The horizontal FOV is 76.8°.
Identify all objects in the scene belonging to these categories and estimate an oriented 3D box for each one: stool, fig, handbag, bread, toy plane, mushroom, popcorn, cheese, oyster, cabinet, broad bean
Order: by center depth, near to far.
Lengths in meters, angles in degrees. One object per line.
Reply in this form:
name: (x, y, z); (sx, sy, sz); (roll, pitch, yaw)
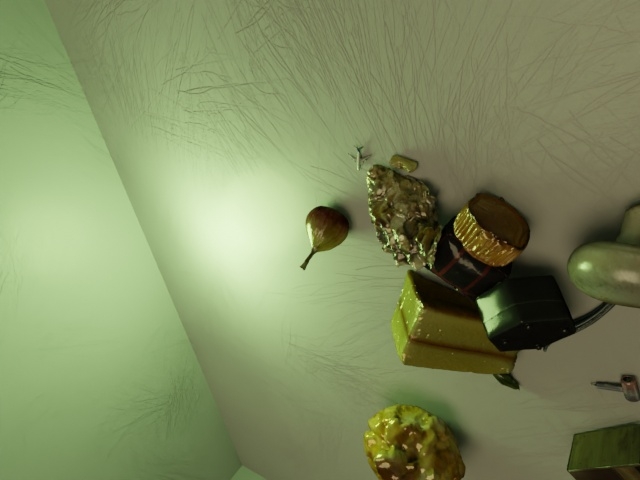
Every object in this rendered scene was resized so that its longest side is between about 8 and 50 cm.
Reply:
mushroom: (0.696, 0.037, 0.904); (0.243, 0.243, 0.244); (20, 127, 28)
bread: (0.440, -0.025, 1.049); (0.199, 0.199, 0.104); (39, 134, 12)
stool: (0.548, 0.203, 1.087); (0.232, 0.141, 0.232); (-2, 144, -2)
handbag: (0.410, 0.058, 1.153); (0.215, 0.155, 0.169); (37, 137, 5)
cabinet: (0.885, 0.662, 1.171); (0.175, 0.148, 0.215); (46, 139, 5)
cheese: (0.242, -0.222, 1.188); (0.083, 0.044, 0.030); (24, 145, 22)
oyster: (0.230, -0.072, 1.199); (0.238, 0.114, 0.352); (-37, 68, 45)
toy plane: (0.121, -0.259, 1.273); (0.077, 0.024, 0.085); (12, 130, 27)
bread: (0.443, 0.282, 1.321); (0.361, 0.245, 0.233); (12, 114, -3)
broad bean: (0.575, 0.420, 1.332); (0.195, 0.046, 0.061); (55, 138, -1)
fig: (0.008, -0.005, 1.419); (0.160, 0.143, 0.231); (18, 99, 22)
popcorn: (0.357, 0.822, 1.577); (0.390, 0.344, 0.354); (55, -177, -36)

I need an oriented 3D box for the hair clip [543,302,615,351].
hair clip: (0.705, 0.220, 1.111); (0.083, 0.048, 0.275); (47, 130, 6)

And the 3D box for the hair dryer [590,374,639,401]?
hair dryer: (0.827, 0.411, 1.139); (0.114, 0.037, 0.063); (-10, 108, 49)
